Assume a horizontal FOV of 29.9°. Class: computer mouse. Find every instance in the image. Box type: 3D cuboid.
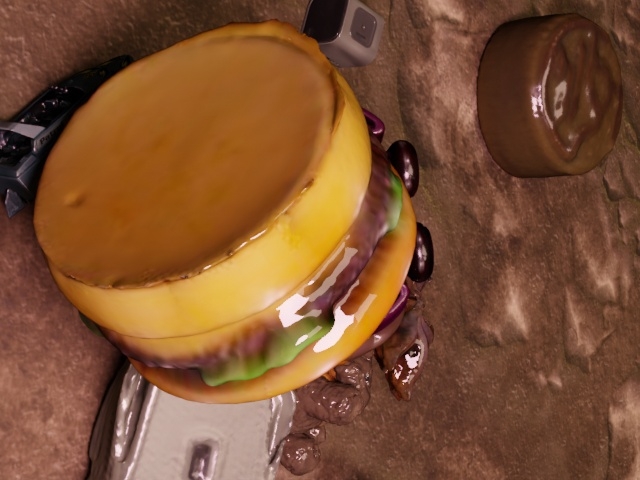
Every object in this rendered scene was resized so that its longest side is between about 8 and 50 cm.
[{"bbox_3d":[-0.176,0.275,1.491,0.228,0.145,0.429,12,89,-30],"label":"computer mouse"}]

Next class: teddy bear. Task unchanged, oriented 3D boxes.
[{"bbox_3d":[0.004,0.216,1.703,0.190,0.140,0.177,-25,152,-52],"label":"teddy bear"}]

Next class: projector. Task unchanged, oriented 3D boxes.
[{"bbox_3d":[0.031,-0.302,1.720,0.082,0.083,0.083,25,75,-44],"label":"projector"}]

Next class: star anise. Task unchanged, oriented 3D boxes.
[{"bbox_3d":[0.121,0.101,1.817,0.288,0.088,0.288,-4,90,-70],"label":"star anise"}]

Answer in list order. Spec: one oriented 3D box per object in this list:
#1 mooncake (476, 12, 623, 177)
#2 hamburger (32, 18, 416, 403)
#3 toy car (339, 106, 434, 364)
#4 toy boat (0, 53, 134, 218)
[{"bbox_3d":[0.403,-0.247,2.067,0.284,0.155,0.285,-4,96,-44],"label":"mooncake"},{"bbox_3d":[-0.098,-0.007,1.301,0.396,0.395,0.277,-60,141,-25],"label":"hamburger"},{"bbox_3d":[0.000,0.000,1.604,0.271,0.240,0.341,-4,73,-4],"label":"toy car"},{"bbox_3d":[-0.296,-0.142,1.379,0.246,0.093,0.103,-50,133,-32],"label":"toy boat"}]
